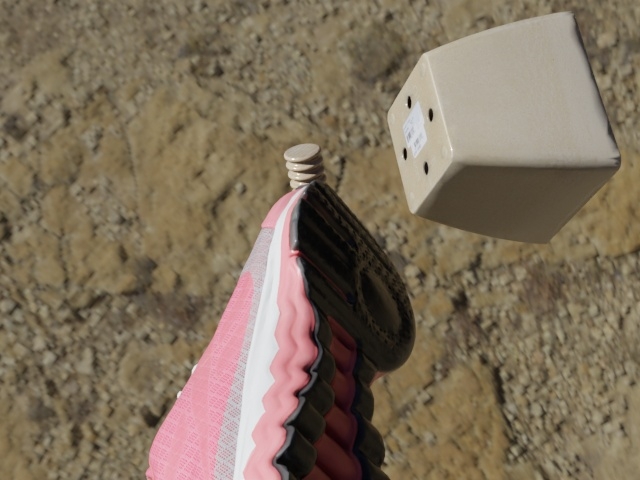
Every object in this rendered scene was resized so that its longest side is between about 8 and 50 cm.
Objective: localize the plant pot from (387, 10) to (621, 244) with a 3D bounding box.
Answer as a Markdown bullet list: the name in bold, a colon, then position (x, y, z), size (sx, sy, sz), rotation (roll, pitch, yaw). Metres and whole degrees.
- **plant pot**: position (0.102, -0.064, 0.761), size (0.096, 0.109, 0.109), rotation (-4, 65, -19)

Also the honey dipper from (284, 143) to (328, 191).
- **honey dipper**: position (0.000, 0.000, 1.009), size (0.030, 0.160, 0.030), rotation (-9, 27, 5)

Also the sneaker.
- **sneaker**: position (-0.037, 0.081, 0.679), size (0.136, 0.116, 0.314), rotation (-26, 30, 25)
